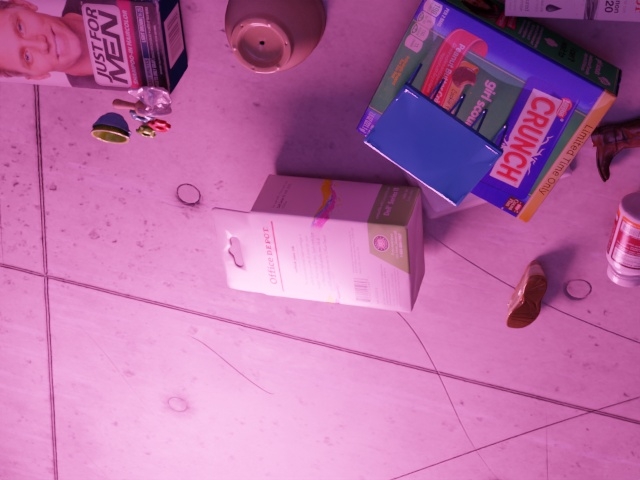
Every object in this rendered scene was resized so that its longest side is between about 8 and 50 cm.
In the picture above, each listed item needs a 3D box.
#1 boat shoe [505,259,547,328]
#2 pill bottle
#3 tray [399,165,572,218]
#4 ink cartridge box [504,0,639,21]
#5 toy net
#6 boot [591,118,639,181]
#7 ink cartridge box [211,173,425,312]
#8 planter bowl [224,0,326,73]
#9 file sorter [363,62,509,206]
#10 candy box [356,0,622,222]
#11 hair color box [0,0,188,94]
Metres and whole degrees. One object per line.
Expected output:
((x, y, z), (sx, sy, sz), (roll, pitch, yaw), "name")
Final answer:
((0.375, 0.102, 1.935), (0.056, 0.048, 0.153), (4, 136, -4), "boat shoe")
((0.530, 0.001, 1.778), (0.086, 0.086, 0.152), (10, 130, 7), "pill bottle")
((0.272, -0.120, 1.788), (0.270, 0.030, 0.145), (-18, 120, 27), "tray")
((0.374, -0.399, 1.496), (0.217, 0.092, 0.159), (4, 129, 10), "ink cartridge box")
((-0.298, -0.203, 1.786), (0.122, 0.045, 0.232), (18, 163, -27), "toy net")
((0.499, -0.147, 1.703), (0.114, 0.037, 0.106), (-11, 127, 17), "boot")
((0.000, 0.000, 1.887), (0.353, 0.119, 0.207), (6, 131, 16), "ink cartridge box")
((-0.081, -0.330, 1.664), (0.162, 0.109, 0.162), (7, 130, 9), "planter bowl")
((0.176, -0.161, 1.557), (0.170, 0.104, 0.118), (35, 130, -3), "file sorter")
((0.255, -0.216, 1.632), (0.317, 0.122, 0.268), (28, 128, 0), "candy box")
((-0.405, -0.347, 1.740), (0.347, 0.105, 0.174), (6, 129, 11), "hair color box")
